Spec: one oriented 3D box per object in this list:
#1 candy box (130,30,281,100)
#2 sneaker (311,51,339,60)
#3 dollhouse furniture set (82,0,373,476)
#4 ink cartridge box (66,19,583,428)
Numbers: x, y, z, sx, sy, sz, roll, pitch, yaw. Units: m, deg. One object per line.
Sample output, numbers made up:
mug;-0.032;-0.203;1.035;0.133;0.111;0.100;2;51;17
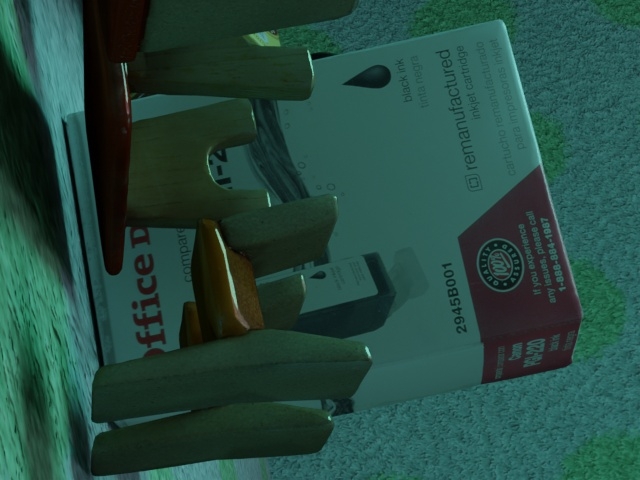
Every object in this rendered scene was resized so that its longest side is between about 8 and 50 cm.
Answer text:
candy box;-0.088;-0.144;0.894;0.053;0.109;0.186;40;23;-37
sneaker;-0.037;-0.019;0.799;0.227;0.087;0.130;-59;166;-10
dollhouse furniture set;-0.073;-0.069;0.486;0.259;0.135;0.262;112;-31;-65
ink cartridge box;0.000;0.000;0.668;0.092;0.218;0.158;68;10;-71
